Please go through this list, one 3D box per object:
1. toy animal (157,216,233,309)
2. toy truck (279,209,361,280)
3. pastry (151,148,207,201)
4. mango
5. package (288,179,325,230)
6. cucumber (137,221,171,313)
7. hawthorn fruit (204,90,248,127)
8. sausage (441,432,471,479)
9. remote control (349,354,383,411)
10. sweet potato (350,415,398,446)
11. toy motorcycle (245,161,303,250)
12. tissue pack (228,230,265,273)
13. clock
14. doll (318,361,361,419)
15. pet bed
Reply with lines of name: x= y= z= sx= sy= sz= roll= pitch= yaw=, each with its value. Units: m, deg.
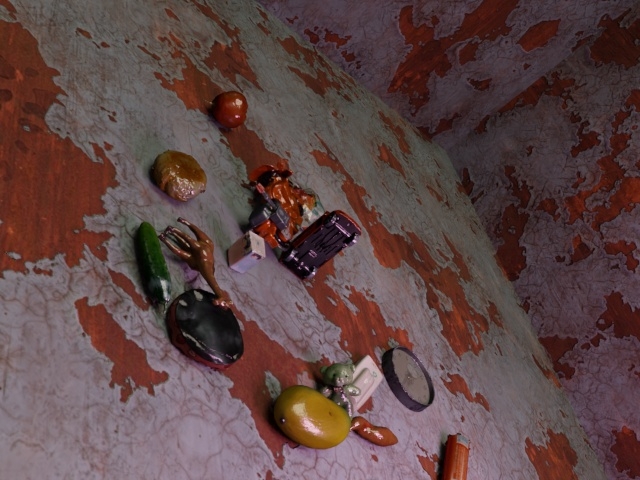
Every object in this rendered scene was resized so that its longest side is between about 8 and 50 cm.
toy animal: x=-0.284 y=0.053 z=1.440 sx=0.229 sy=0.066 sz=0.224 roll=44 pitch=14 yaw=-9
toy truck: x=0.000 y=0.000 z=1.791 sx=0.107 sy=0.252 sz=0.114 roll=41 pitch=25 yaw=-21
pastry: x=-0.371 y=-0.171 z=1.606 sx=0.153 sy=0.081 sz=0.153 roll=36 pitch=35 yaw=-30
mango: x=-0.012 y=0.422 z=1.433 sx=0.237 sy=0.091 sz=0.137 roll=34 pitch=38 yaw=-30
package: x=-0.036 y=-0.109 z=2.105 sx=0.166 sy=0.040 sz=0.232 roll=25 pitch=38 yaw=-43
cucumber: x=-0.371 y=0.051 z=1.359 sx=0.056 sy=0.056 sz=0.250 roll=16 pitch=41 yaw=-50
hawthorn fruit: x=-0.301 y=-0.425 z=2.000 sx=0.140 sy=0.125 sz=0.125 roll=-26 pitch=77 yaw=-29
sausage: x=0.386 y=0.674 z=1.767 sx=0.083 sy=0.083 sz=0.264 roll=48 pitch=28 yaw=-7
remote control: x=0.114 y=0.396 z=1.705 sx=0.090 sy=0.049 sz=0.230 roll=56 pitch=26 yaw=3
sweet potato: x=0.145 y=0.508 z=1.610 sx=0.202 sy=0.058 sz=0.055 roll=34 pitch=52 yaw=-33
toy motorcycle: x=-0.138 y=-0.109 z=1.830 sx=0.221 sy=0.147 sz=0.326 roll=52 pitch=24 yaw=-18
tissue pack: x=-0.196 y=0.033 z=1.615 sx=0.058 sy=0.094 sz=0.074 roll=29 pitch=37 yaw=-40
clock: x=0.281 y=0.433 z=1.929 sx=0.215 sy=0.042 sz=0.215 roll=37 pitch=31 yaw=-27
doll: x=0.052 y=0.388 z=1.564 sx=0.115 sy=0.077 sz=0.150 roll=-3 pitch=73 yaw=-10
pet bed: x=-0.255 y=0.195 z=1.371 sx=0.201 sy=0.053 sz=0.201 roll=38 pitch=30 yaw=-27
